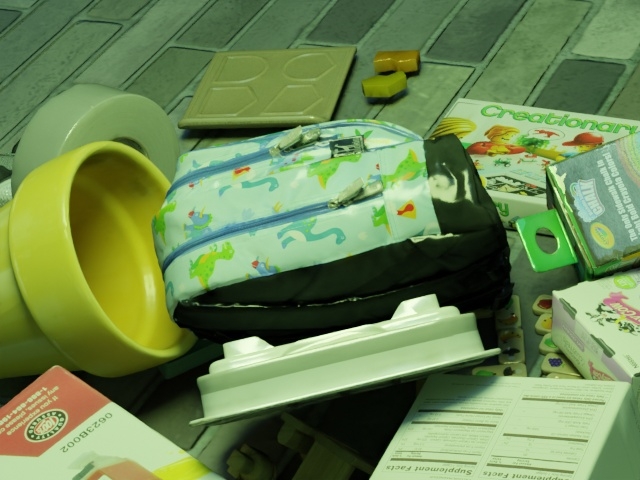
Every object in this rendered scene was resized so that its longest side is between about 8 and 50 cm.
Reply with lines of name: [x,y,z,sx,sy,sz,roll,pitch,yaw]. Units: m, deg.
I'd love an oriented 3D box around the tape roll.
tape roll: [-0.272,-0.079,1.955,0.072,0.219,0.219,18,45,36]

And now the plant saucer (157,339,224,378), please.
plant saucer: [-0.105,0.098,1.841,0.192,0.018,0.067,-25,37,-16]

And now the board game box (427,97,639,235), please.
board game box: [0.270,-0.086,1.954,0.305,0.053,0.193,10,41,27]

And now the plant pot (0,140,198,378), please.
plant pot: [-0.291,0.046,1.779,0.239,0.254,0.254,-21,30,26]

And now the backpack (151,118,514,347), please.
backpack: [0.000,0.000,1.711,0.355,0.290,0.273,-26,72,3]

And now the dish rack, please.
dish rack: [0.017,0.114,1.526,0.285,0.072,0.333,-12,-6,-1]

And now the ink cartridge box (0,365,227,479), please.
ink cartridge box: [-0.202,0.316,1.433,0.279,0.160,0.385,-39,45,-26]

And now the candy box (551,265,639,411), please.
candy box: [0.360,0.096,1.648,0.196,0.070,0.165,-15,35,-17]

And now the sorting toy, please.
sorting toy: [-0.024,-0.207,2.221,0.307,0.041,0.229,0,33,15]

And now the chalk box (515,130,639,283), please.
chalk box: [0.322,-0.025,1.744,0.213,0.132,0.132,-20,70,2]

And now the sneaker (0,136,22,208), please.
sneaker: [-0.436,-0.082,2.115,0.268,0.101,0.153,11,41,20]

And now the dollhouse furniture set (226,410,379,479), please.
dollhouse furniture set: [-0.017,0.264,1.582,0.144,0.123,0.151,30,87,43]

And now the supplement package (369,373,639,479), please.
supplement package: [0.155,0.273,1.349,0.198,0.199,0.262,-1,36,32]

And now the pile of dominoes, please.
pile of dominoes: [0.196,0.126,1.698,0.196,0.040,0.251,-6,36,8]
